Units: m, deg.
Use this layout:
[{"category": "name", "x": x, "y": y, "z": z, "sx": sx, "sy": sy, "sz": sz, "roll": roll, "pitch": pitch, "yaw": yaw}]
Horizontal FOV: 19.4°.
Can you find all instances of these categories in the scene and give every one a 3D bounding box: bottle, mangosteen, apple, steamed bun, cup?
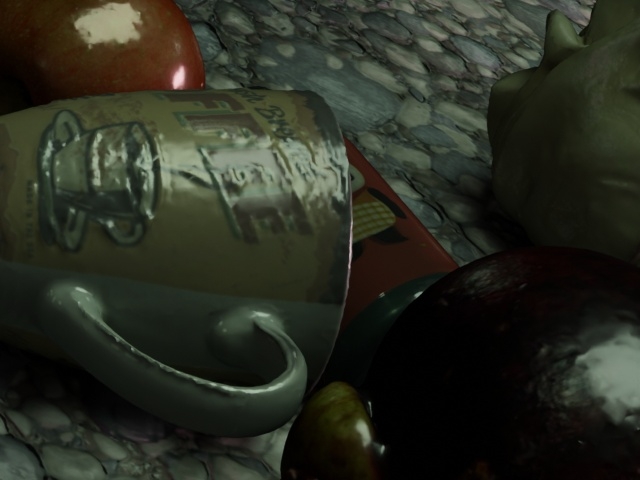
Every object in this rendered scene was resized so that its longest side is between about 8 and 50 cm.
[{"category": "bottle", "x": 0.000, "y": 0.000, "z": 1.515, "sx": 0.144, "sy": 0.144, "sz": 0.336, "roll": 4, "pitch": 33, "yaw": -38}, {"category": "mangosteen", "x": 0.119, "y": 0.157, "z": 1.202, "sx": 0.347, "sy": 0.307, "sz": 0.307, "roll": -14, "pitch": 39, "yaw": -9}, {"category": "apple", "x": -0.190, "y": -0.139, "z": 1.542, "sx": 0.181, "sy": 0.181, "sz": 0.168, "roll": 37, "pitch": 46, "yaw": 18}, {"category": "steamed bun", "x": 0.288, "y": -0.135, "z": 1.816, "sx": 0.219, "sy": 0.324, "sz": 0.310, "roll": 29, "pitch": 18, "yaw": 12}, {"category": "cup", "x": -0.122, "y": 0.025, "z": 1.295, "sx": 0.257, "sy": 0.227, "sz": 0.301, "roll": 1, "pitch": 38, "yaw": -19}]
